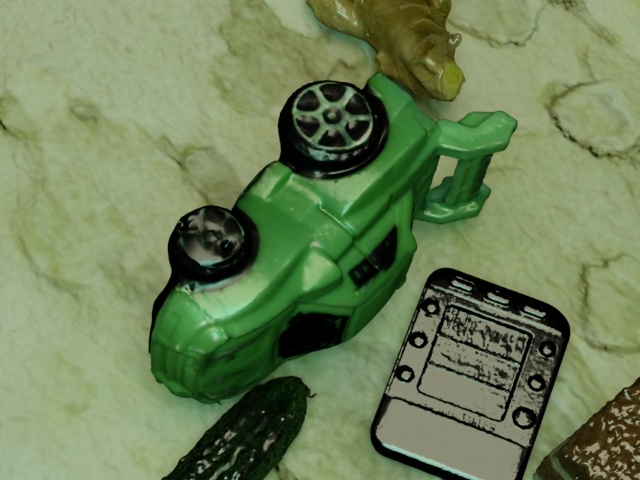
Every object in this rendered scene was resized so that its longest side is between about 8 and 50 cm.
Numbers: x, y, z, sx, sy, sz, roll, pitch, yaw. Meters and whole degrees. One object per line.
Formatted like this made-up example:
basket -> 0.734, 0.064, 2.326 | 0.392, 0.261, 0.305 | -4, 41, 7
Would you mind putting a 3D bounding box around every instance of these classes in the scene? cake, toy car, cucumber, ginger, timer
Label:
cake -> 0.278, 0.202, 1.356 | 0.135, 0.147, 0.134 | -35, 71, -19
toy car -> 0.000, 0.000, 1.387 | 0.176, 0.213, 0.358 | 35, 63, 11
cucumber -> -0.097, 0.211, 1.360 | 0.077, 0.077, 0.265 | 39, 68, 13
ginger -> 0.084, -0.222, 1.581 | 0.115, 0.081, 0.205 | -33, 64, -32
timer -> 0.138, 0.130, 1.434 | 0.144, 0.055, 0.187 | 20, 69, 7
